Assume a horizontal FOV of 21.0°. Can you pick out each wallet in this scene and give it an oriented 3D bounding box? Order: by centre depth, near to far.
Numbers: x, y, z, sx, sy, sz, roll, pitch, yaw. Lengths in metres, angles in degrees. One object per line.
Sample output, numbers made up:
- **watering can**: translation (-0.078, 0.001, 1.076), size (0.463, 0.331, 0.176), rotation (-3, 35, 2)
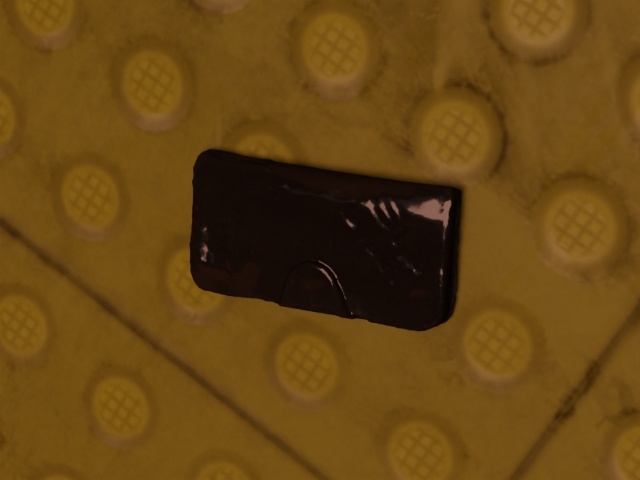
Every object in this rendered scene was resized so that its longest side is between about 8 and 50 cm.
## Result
- **wallet**: translation (0.000, 0.000, 1.865), size (0.310, 0.042, 0.165), rotation (10, 105, 22)
